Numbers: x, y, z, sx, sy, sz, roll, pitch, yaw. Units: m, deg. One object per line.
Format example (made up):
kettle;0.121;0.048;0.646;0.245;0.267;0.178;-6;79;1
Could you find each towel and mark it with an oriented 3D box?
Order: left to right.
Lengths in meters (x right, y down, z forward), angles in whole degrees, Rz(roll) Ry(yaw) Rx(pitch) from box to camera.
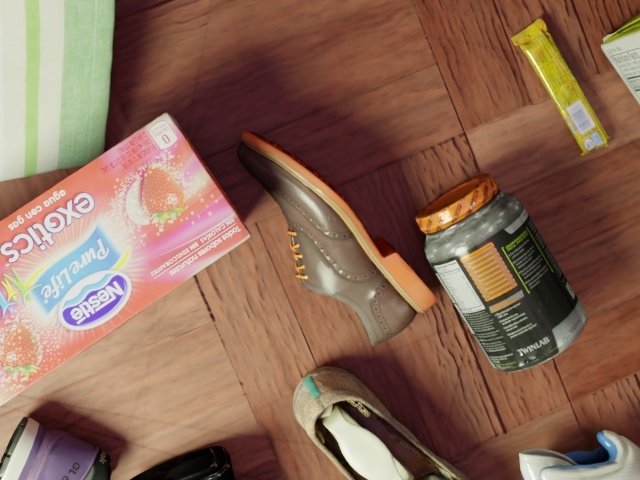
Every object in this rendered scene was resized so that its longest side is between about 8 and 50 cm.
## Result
towel;-0.343;-0.136;0.836;0.325;0.248;0.038;-14;53;-29

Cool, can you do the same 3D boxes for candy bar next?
candy bar;0.267;-0.166;1.049;0.040;0.018;0.161;-33;98;0

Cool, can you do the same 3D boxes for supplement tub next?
supplement tub;0.187;0.032;1.004;0.117;0.117;0.190;-32;98;-4

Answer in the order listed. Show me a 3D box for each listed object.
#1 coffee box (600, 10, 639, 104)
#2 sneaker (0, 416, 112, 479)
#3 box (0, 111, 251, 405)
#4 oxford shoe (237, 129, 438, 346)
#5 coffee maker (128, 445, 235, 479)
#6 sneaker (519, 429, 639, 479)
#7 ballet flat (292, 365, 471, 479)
coffee box;0.555;-0.183;0.924;0.337;0.338;0.334;-38;97;-4
sneaker;-0.305;0.334;0.972;0.124;0.107;0.283;25;91;-15
box;-0.232;0.016;0.931;0.300;0.154;0.142;-34;98;-5
oxford shoe;0.000;0.000;0.990;0.098;0.097;0.271;-44;98;4
coffee maker;-0.108;0.313;1.001;0.171;0.120;0.178;-20;99;-30
sneaker;0.247;0.350;1.042;0.323;0.130;0.236;-33;89;0
ballet flat;0.090;0.264;1.015;0.316;0.106;0.107;42;88;-9
